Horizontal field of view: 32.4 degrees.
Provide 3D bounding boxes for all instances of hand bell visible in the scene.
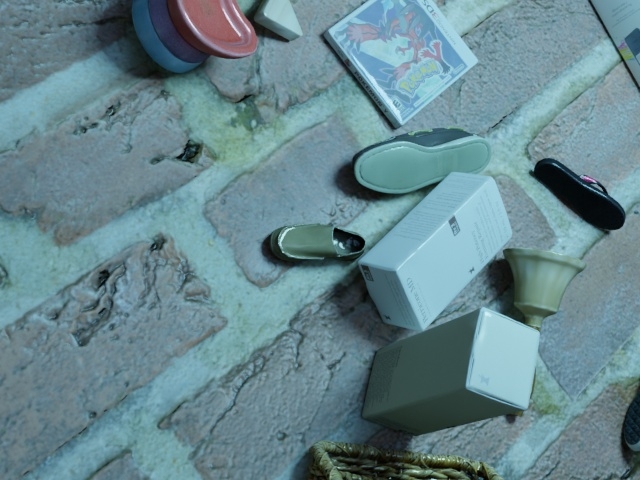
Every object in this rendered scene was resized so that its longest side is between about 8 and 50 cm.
[{"bbox_3d":[0.312,0.142,1.643,0.126,0.126,0.242,16,81,-21],"label":"hand bell"}]

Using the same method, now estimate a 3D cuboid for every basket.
[{"bbox_3d":[0.143,0.371,1.416,0.299,0.213,0.223,13,71,-23],"label":"basket"}]

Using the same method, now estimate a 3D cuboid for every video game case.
[{"bbox_3d":[0.129,-0.298,1.709,0.201,0.023,0.183,-41,95,-29],"label":"video game case"}]

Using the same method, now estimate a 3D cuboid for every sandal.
[{"bbox_3d":[0.423,-0.082,1.770,0.179,0.067,0.040,37,52,-10],"label":"sandal"}]

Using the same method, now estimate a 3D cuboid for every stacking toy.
[{"bbox_3d":[-0.182,-0.383,1.564,0.279,0.130,0.309,-10,82,-54],"label":"stacking toy"}]

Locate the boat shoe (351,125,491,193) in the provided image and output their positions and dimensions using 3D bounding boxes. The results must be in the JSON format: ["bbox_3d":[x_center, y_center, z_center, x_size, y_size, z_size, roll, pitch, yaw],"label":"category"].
[{"bbox_3d":[0.142,-0.124,1.643,0.227,0.069,0.081,-8,119,-24],"label":"boat shoe"}]

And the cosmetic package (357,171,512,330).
[{"bbox_3d":[0.169,0.012,1.584,0.231,0.085,0.117,-45,125,-29],"label":"cosmetic package"}]

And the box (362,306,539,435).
[{"bbox_3d":[0.165,0.179,1.445,0.094,0.275,0.113,23,67,-19],"label":"box"}]

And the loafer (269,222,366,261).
[{"bbox_3d":[0.000,0.000,1.545,0.148,0.050,0.056,-1,76,-26],"label":"loafer"}]

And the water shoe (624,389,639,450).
[{"bbox_3d":[0.544,0.250,1.728,0.080,0.073,0.203,36,64,-16],"label":"water shoe"}]

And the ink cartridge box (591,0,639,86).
[{"bbox_3d":[0.635,-0.355,1.917,0.207,0.119,0.353,-29,89,-30],"label":"ink cartridge box"}]
